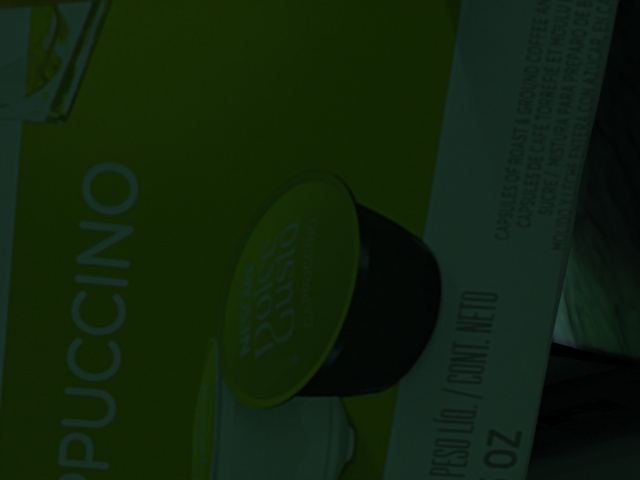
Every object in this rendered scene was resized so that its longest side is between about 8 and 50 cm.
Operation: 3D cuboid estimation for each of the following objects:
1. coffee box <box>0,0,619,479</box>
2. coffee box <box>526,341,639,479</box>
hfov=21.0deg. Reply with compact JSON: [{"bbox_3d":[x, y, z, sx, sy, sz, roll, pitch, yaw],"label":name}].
[{"bbox_3d":[-0.103,-0.089,0.621,0.338,0.334,0.338,-105,22,-70],"label":"coffee box"},{"bbox_3d":[0.103,0.144,0.750,0.297,0.119,0.168,-170,67,-79],"label":"coffee box"}]
